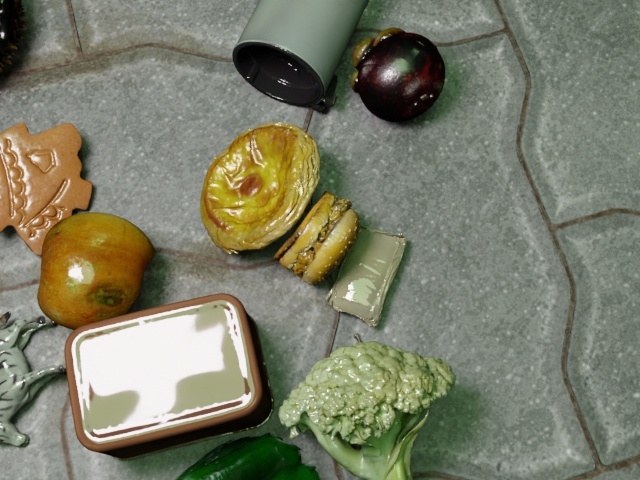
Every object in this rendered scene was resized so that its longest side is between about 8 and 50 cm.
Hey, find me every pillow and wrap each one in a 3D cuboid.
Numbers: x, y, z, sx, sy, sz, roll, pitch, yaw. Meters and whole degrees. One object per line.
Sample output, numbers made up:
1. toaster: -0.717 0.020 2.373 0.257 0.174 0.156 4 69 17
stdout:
1. pillow: 0.095 0.068 1.494 0.119 0.053 0.208 21 72 9

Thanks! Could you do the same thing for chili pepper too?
1. chili pepper: -0.122 0.470 1.269 0.256 0.233 0.249 -31 79 -17

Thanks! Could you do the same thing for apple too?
1. apple: -0.427 0.060 1.393 0.207 0.237 0.237 7 71 -15

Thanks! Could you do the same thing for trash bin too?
1. trash bin: -0.043 -0.461 1.579 0.277 0.217 0.263 34 69 -26

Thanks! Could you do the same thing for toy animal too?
1. toy animal: -0.566 0.259 1.396 0.169 0.090 0.255 -7 69 -1

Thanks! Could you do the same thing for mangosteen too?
1. mangosteen: 0.167 -0.357 1.567 0.209 0.210 0.210 1 72 -2

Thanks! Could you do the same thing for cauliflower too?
1. cauliflower: 0.088 0.314 1.318 0.326 0.260 0.281 -4 111 0

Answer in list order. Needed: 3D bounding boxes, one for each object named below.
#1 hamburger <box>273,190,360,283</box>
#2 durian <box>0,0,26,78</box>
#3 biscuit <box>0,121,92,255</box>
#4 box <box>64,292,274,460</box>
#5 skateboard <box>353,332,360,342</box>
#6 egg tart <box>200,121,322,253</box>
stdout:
1. hamburger: 0.005 -0.007 1.457 0.118 0.182 0.191 35 65 -7
2. durian: -0.799 -0.503 1.521 0.347 0.348 0.385 -12 61 -6
3. biscuit: -0.622 -0.122 1.473 0.306 0.043 0.284 12 84 -25
4. box: -0.271 0.251 1.331 0.339 0.229 0.240 -13 74 -5
5. skateboard: 0.047 0.224 1.457 0.083 0.032 0.064 -14 63 -8
6. egg tart: -0.114 -0.101 1.483 0.294 0.116 0.295 -12 63 25
